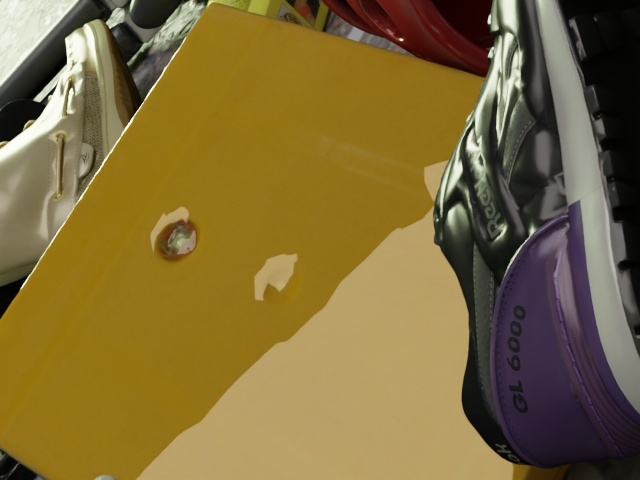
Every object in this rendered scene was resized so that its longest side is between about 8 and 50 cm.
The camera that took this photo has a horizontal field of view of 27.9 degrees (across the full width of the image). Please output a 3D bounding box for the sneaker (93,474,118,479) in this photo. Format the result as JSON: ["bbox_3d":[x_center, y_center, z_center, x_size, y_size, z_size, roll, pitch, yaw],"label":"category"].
[{"bbox_3d":[-0.118,0.195,0.621,0.080,0.094,0.212,-51,2,-41],"label":"sneaker"}]

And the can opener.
[{"bbox_3d":[-0.198,-0.179,1.121,0.283,0.076,0.095,-44,7,12],"label":"can opener"}]

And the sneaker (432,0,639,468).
[{"bbox_3d":[0.089,-0.049,0.532,0.124,0.107,0.283,-26,56,46],"label":"sneaker"}]

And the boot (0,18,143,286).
[{"bbox_3d":[-0.230,-0.059,0.988,0.203,0.095,0.262,-21,44,2],"label":"boot"}]

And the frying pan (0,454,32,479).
[{"bbox_3d":[-0.289,0.273,0.843,0.326,0.053,0.197,-44,34,16],"label":"frying pan"}]

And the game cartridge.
[{"bbox_3d":[-0.008,0.033,0.652,0.323,0.053,0.285,23,76,35],"label":"game cartridge"}]

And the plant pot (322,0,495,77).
[{"bbox_3d":[0.080,-0.193,0.716,0.191,0.191,0.174,-53,30,-3],"label":"plant pot"}]

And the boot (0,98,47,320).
[{"bbox_3d":[-0.265,0.000,1.076,0.106,0.082,0.219,136,147,-60],"label":"boot"}]

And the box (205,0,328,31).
[{"bbox_3d":[-0.036,-0.191,0.972,0.087,0.058,0.232,-17,46,40],"label":"box"}]
